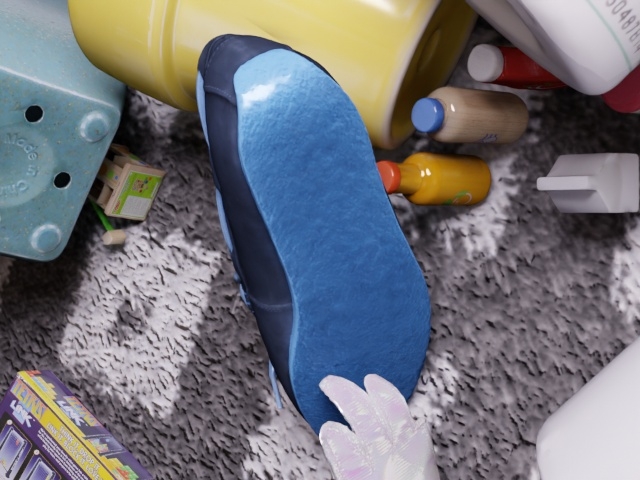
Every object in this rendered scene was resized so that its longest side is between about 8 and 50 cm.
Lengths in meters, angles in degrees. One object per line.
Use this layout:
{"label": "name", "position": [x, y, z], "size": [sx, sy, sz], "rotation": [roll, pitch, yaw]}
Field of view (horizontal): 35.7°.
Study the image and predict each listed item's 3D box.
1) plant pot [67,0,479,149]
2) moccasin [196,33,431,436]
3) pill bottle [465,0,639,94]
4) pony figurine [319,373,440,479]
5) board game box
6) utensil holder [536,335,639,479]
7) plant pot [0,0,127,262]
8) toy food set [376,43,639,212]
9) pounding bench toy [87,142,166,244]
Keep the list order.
{"label": "plant pot", "position": [-0.015, -0.189, 0.742], "size": [0.239, 0.254, 0.254], "rotation": [29, 101, 13]}
{"label": "moccasin", "position": [0.000, 0.000, 0.709], "size": [0.117, 0.138, 0.341], "rotation": [46, 154, 46]}
{"label": "pill bottle", "position": [0.201, -0.270, 0.515], "size": [0.361, 0.204, 0.204], "rotation": [-46, 66, 11]}
{"label": "pony figurine", "position": [0.001, 0.306, 0.624], "size": [0.363, 0.303, 0.350], "rotation": [-153, 46, -67]}
{"label": "board game box", "position": [-0.256, 0.230, 0.951], "size": [0.170, 0.048, 0.141], "rotation": [38, 103, 27]}
{"label": "utensil holder", "position": [0.340, 0.083, 0.432], "size": [0.385, 0.328, 0.327], "rotation": [-44, 66, 15]}
{"label": "plant pot", "position": [-0.307, -0.110, 0.856], "size": [0.252, 0.248, 0.247], "rotation": [36, 105, 44]}
{"label": "toy food set", "position": [0.146, -0.073, 0.664], "size": [0.232, 0.105, 0.111], "rotation": [3, 95, 48]}
{"label": "pounding bench toy", "position": [-0.199, -0.045, 0.935], "size": [0.065, 0.052, 0.083], "rotation": [32, 102, 29]}
